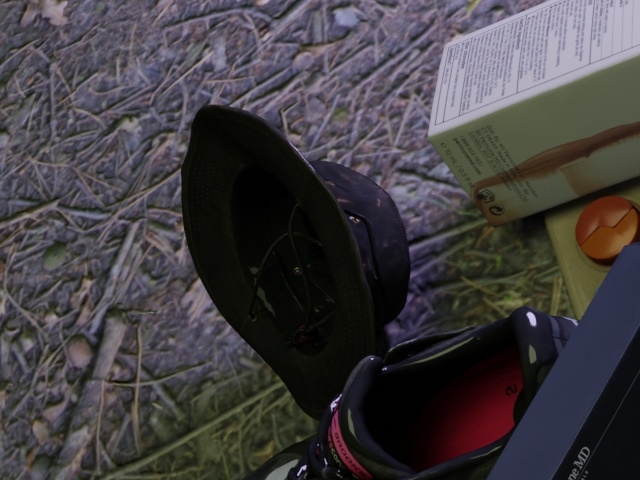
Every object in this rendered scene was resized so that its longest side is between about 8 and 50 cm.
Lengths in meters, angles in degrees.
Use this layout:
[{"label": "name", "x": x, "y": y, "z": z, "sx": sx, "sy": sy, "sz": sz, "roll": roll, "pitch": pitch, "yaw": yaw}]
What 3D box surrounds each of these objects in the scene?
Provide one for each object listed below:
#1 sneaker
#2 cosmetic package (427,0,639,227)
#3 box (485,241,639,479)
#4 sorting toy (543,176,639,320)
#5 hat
[{"label": "sneaker", "x": 0.048, "y": 0.183, "z": 1.503, "sx": 0.482, "sy": 0.202, "sz": 0.185, "roll": -35, "pitch": 47, "yaw": 24}, {"label": "cosmetic package", "x": 0.259, "y": -0.143, "z": 1.572, "sx": 0.296, "sy": 0.129, "sz": 0.153, "roll": -20, "pitch": 35, "yaw": 30}, {"label": "box", "x": 0.261, "y": 0.151, "z": 1.326, "sx": 0.261, "sy": 0.184, "sz": 0.103, "roll": -56, "pitch": 17, "yaw": -21}, {"label": "sorting toy", "x": 0.346, "y": -0.016, "z": 1.507, "sx": 0.307, "sy": 0.041, "sz": 0.229, "roll": -29, "pitch": 50, "yaw": 22}, {"label": "hat", "x": 0.000, "y": 0.000, "z": 1.672, "sx": 0.134, "sy": 0.331, "sz": 0.331, "roll": -24, "pitch": 38, "yaw": -26}]
